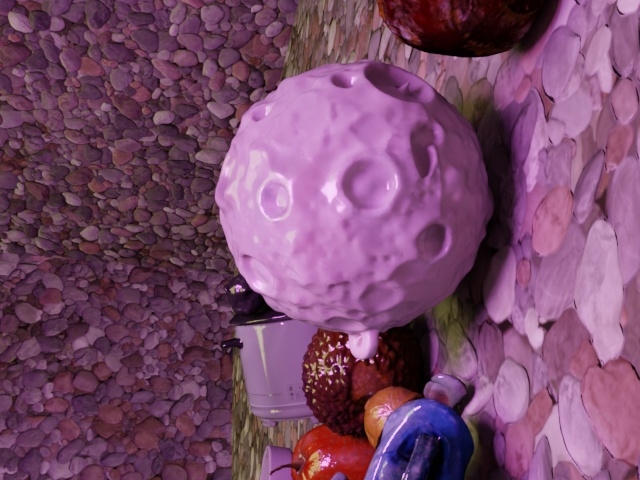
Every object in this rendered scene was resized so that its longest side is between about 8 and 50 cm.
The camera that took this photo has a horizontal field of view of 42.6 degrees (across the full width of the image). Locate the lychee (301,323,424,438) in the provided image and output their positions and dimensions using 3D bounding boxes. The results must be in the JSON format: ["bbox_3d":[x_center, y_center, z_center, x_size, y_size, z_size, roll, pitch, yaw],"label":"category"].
[{"bbox_3d":[0.058,0.176,1.185,0.188,0.188,0.188,-174,90,-78],"label":"lychee"}]

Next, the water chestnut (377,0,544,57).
[{"bbox_3d":[0.147,-0.313,0.917,0.224,0.238,0.223,-33,-50,-49],"label":"water chestnut"}]

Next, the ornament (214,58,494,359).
[{"bbox_3d":[0.046,-0.059,1.003,0.337,0.337,0.337,-174,90,-78],"label":"ornament"}]

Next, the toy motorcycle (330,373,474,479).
[{"bbox_3d":[0.088,0.296,0.966,0.241,0.182,0.319,-101,19,-54],"label":"toy motorcycle"}]

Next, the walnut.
[{"bbox_3d":[0.089,0.225,1.071,0.052,0.091,0.121,42,164,26],"label":"walnut"}]

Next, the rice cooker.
[{"bbox_3d":[-0.023,0.175,1.370,0.241,0.281,0.227,166,93,-80],"label":"rice cooker"}]

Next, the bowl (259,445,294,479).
[{"bbox_3d":[-0.044,0.534,1.531,0.287,0.144,0.287,-173,90,-84],"label":"bowl"}]

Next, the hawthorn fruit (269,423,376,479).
[{"bbox_3d":[0.016,0.339,1.236,0.162,0.204,0.162,-170,90,-79],"label":"hawthorn fruit"}]

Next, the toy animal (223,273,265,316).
[{"bbox_3d":[-0.008,0.000,1.331,0.106,0.343,0.168,57,173,-17],"label":"toy animal"}]
